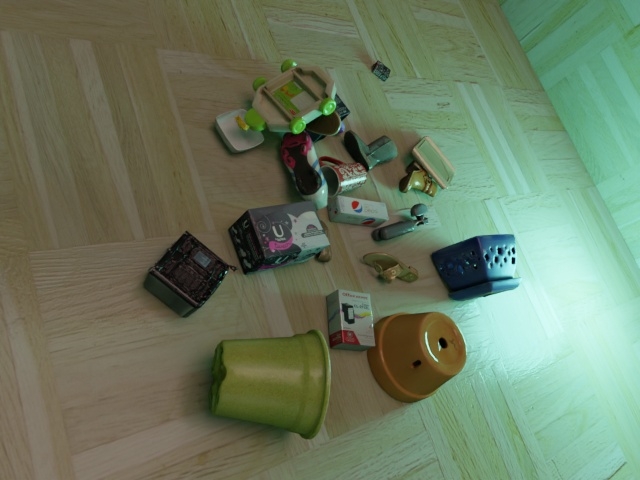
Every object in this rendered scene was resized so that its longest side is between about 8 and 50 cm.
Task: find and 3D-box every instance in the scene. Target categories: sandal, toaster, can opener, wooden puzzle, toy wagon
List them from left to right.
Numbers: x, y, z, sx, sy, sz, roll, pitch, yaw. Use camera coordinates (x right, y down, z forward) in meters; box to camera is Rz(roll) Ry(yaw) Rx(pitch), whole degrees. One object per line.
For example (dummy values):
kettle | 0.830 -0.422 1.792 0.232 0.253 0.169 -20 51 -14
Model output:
toaster | -0.348 0.094 1.392 0.185 0.110 0.168 40 50 -11
toy wagon | -0.122 -0.456 1.733 0.344 0.068 0.267 -34 59 -8
sandal | 0.254 0.116 1.825 0.240 0.088 0.079 23 49 -30
can opener | 0.306 -0.073 1.964 0.283 0.076 0.095 -17 96 -40
wooden puzzle | 0.483 -0.331 2.235 0.221 0.044 0.239 49 34 -3

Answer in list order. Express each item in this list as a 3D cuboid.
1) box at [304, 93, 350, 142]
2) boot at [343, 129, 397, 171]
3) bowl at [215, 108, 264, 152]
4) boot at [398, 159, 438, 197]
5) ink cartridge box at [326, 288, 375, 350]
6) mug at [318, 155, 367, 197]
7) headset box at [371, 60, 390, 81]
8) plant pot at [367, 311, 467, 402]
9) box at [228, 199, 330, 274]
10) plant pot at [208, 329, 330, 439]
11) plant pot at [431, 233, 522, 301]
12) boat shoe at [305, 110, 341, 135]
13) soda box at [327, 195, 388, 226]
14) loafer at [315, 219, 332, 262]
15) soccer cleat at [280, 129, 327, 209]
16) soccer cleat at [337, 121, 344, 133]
box | -0.004 -0.471 1.904 0.158 0.156 0.093 52 38 -1
boot | 0.202 -0.377 2.063 0.208 0.076 0.190 -36 104 -35
bowl | -0.272 -0.353 1.727 0.142 0.053 0.142 -31 85 -41
boot | 0.406 -0.223 2.129 0.152 0.073 0.197 42 52 -15
ink cartridge box | 0.094 0.251 1.647 0.127 0.072 0.175 12 60 -30
mug | 0.076 -0.240 1.871 0.169 0.113 0.150 -18 95 -44
headset box | 0.269 -0.762 2.347 0.083 0.032 0.062 32 51 -17
plant pot | 0.323 0.351 1.671 0.290 0.203 0.291 16 57 -27
box | -0.122 -0.011 1.588 0.247 0.142 0.163 -12 73 -38
plant pot | -0.141 0.352 1.324 0.253 0.276 0.276 10 60 -19
plant pot | 0.603 0.108 1.991 0.235 0.236 0.212 -4 76 -37
boat shoe | -0.051 -0.444 1.829 0.302 0.109 0.098 26 7 21
soda box | 0.135 -0.101 1.866 0.216 0.074 0.069 7 62 -32
loafer | 0.000 0.000 1.727 0.050 0.056 0.148 2 65 -41
soccer cleat | -0.055 -0.244 1.801 0.143 0.116 0.331 62 10 -54
soccer cleat | 0.009 -0.512 1.984 0.248 0.095 0.083 47 48 -4
